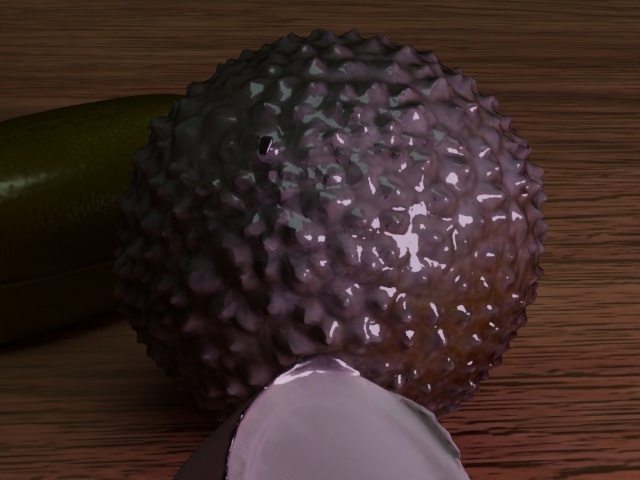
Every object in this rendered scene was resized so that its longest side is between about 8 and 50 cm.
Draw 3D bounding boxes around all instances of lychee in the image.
[{"bbox_3d":[0.000,0.005,1.139,0.300,0.300,0.300,4,25,-2],"label":"lychee"}]

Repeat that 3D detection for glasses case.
[{"bbox_3d":[-0.204,-0.028,1.348,0.371,0.141,0.173,-19,34,-40],"label":"glasses case"}]

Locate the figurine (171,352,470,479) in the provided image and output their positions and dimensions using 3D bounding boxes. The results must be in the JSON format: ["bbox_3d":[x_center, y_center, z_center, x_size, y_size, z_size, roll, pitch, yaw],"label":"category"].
[{"bbox_3d":[-0.012,0.242,0.577,0.284,0.315,0.206,46,44,9],"label":"figurine"}]
